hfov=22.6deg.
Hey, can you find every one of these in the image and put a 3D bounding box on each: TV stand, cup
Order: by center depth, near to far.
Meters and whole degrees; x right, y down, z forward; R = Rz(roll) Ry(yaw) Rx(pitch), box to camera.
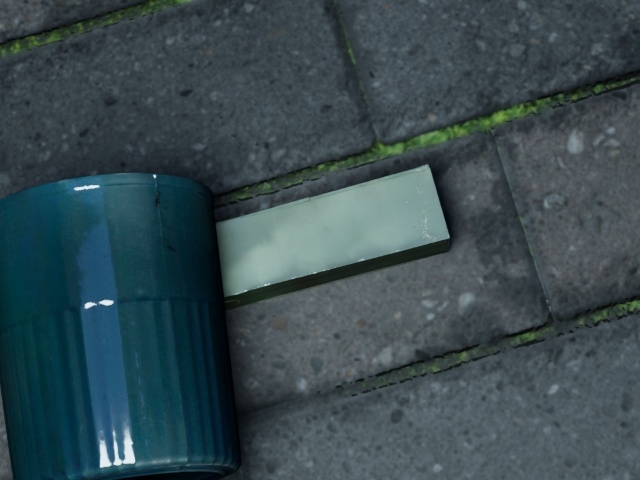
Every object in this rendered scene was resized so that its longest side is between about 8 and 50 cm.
[{"bbox_3d":[-0.235,0.114,1.618,0.308,0.242,0.292,-16,74,21],"label":"cup"},{"bbox_3d":[0.000,0.000,1.752,0.270,0.083,0.088,-14,77,0],"label":"TV stand"}]
